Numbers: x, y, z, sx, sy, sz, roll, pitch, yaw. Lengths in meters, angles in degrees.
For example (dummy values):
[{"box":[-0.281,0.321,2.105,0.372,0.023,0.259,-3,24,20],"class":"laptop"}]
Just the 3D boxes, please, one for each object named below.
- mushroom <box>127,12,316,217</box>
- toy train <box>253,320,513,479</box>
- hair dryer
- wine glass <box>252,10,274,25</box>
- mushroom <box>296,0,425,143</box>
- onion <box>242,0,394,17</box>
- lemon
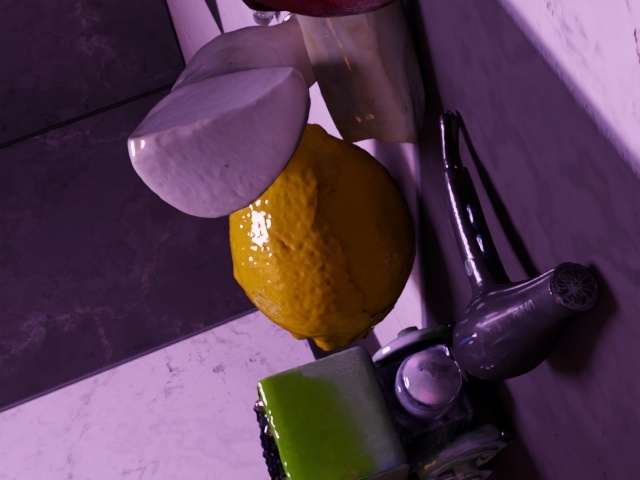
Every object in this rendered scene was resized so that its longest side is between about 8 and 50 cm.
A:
[{"box":[-0.073,-0.149,1.021,0.126,0.177,0.397,58,-167,-19],"class":"mushroom"},{"box":[0.062,0.219,1.096,0.307,0.249,0.173,85,165,-65],"class":"toy train"},{"box":[0.129,-0.008,0.760,0.195,0.075,0.219,118,139,-67],"class":"hair dryer"},{"box":[-0.081,-0.327,1.382,0.083,0.042,0.039,136,141,-84],"class":"wine glass"},{"box":[0.014,-0.224,0.817,0.100,0.081,0.312,9,130,44],"class":"mushroom"},{"box":[-0.035,-0.260,0.517,0.314,0.232,0.314,157,90,-82],"class":"onion"},{"box":[0.000,0.000,1.094,0.204,0.204,0.260,-133,30,-70],"class":"lemon"}]
